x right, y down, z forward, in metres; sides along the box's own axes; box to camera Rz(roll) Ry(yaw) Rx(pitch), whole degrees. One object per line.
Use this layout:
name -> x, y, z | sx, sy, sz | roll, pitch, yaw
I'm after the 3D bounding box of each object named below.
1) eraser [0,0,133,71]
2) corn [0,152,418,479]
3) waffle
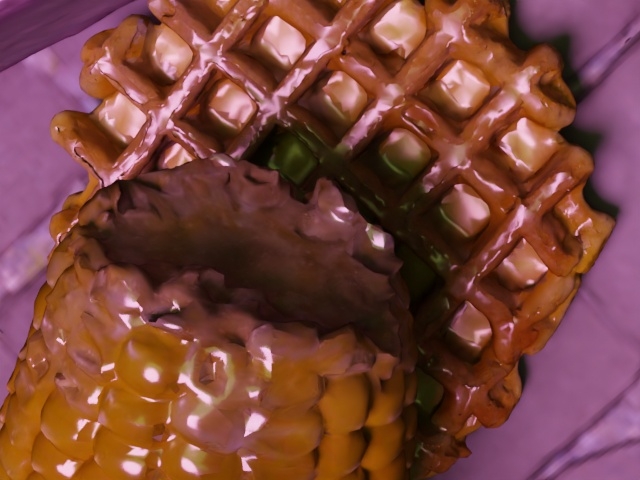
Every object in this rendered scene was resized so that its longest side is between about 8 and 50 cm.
eraser -> -0.194, -0.206, 0.510 | 0.272, 0.122, 0.359 | -27, 93, 17
corn -> -0.056, 0.141, 0.506 | 0.131, 0.131, 0.344 | 24, 118, 10
waffle -> -0.003, -0.004, 0.534 | 0.191, 0.038, 0.191 | 3, 102, 16
